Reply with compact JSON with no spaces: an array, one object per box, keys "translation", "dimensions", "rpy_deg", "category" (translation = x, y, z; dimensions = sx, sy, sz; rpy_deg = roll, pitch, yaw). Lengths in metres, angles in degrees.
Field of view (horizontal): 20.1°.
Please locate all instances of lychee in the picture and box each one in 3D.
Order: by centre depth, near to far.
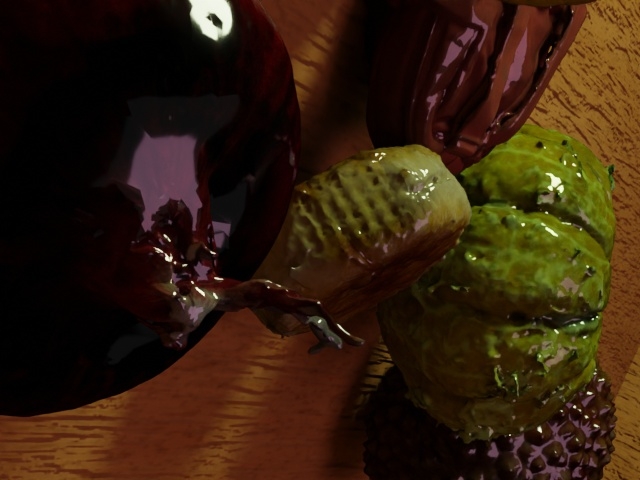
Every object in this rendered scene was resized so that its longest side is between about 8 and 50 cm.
[{"translation":[0.171,0.201,1.900],"dimensions":[0.267,0.267,0.267],"rpy_deg":[-51,156,-34],"category":"lychee"}]

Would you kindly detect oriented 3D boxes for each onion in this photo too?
[{"translation":[-0.117,-0.020,0.897],"dimensions":[0.273,0.285,0.273],"rpy_deg":[-27,138,-27],"category":"onion"}]

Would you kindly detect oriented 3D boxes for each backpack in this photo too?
[{"translation":[0.117,-0.154,1.504],"dimensions":[0.229,0.139,0.229],"rpy_deg":[-51,156,-34],"category":"backpack"}]

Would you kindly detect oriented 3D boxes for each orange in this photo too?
[{"translation":[0.160,0.039,1.692],"dimensions":[0.300,0.223,0.301],"rpy_deg":[-44,141,-74],"category":"orange"}]

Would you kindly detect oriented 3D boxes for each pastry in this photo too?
[{"translation":[0.024,0.000,1.438],"dimensions":[0.192,0.093,0.182],"rpy_deg":[-30,164,-10],"category":"pastry"}]

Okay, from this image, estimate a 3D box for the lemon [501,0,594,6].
[{"translation":[0.134,-0.293,1.167],"dimensions":[0.297,0.297,0.297],"rpy_deg":[-51,156,-34],"category":"lemon"}]
